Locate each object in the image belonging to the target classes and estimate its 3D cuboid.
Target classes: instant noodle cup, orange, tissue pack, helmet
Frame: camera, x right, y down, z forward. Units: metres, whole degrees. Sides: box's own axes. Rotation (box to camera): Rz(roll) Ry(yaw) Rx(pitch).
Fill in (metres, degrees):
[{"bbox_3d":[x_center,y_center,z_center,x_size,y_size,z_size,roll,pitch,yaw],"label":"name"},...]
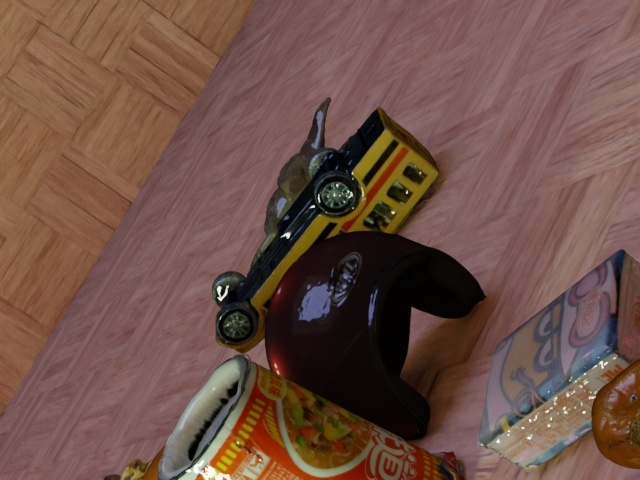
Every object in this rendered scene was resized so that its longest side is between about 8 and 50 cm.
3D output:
[{"bbox_3d":[-0.016,0.205,1.409,0.193,0.212,0.193,-49,16,19],"label":"instant noodle cup"},{"bbox_3d":[0.227,0.119,1.130,0.086,0.062,0.086,-33,35,27],"label":"orange"},{"bbox_3d":[0.196,0.096,1.274,0.155,0.065,0.115,-41,22,39],"label":"tissue pack"},{"bbox_3d":[0.043,0.090,1.584,0.216,0.193,0.189,93,-161,-58],"label":"helmet"}]

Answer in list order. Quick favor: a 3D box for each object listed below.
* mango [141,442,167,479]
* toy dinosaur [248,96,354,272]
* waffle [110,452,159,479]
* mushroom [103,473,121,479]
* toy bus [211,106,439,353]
[{"bbox_3d":[-0.112,0.272,1.747,0.252,0.126,0.154,-16,53,67],"label":"mango"},{"bbox_3d":[-0.034,-0.060,2.333,0.294,0.077,0.162,-56,14,0],"label":"toy dinosaur"},{"bbox_3d":[-0.237,0.349,2.084,0.191,0.038,0.191,-37,32,28],"label":"waffle"},{"bbox_3d":[-0.327,0.414,2.205,0.225,0.093,0.116,-49,42,-14],"label":"mushroom"},{"bbox_3d":[0.000,0.000,1.997,0.335,0.123,0.121,-52,16,12],"label":"toy bus"}]
